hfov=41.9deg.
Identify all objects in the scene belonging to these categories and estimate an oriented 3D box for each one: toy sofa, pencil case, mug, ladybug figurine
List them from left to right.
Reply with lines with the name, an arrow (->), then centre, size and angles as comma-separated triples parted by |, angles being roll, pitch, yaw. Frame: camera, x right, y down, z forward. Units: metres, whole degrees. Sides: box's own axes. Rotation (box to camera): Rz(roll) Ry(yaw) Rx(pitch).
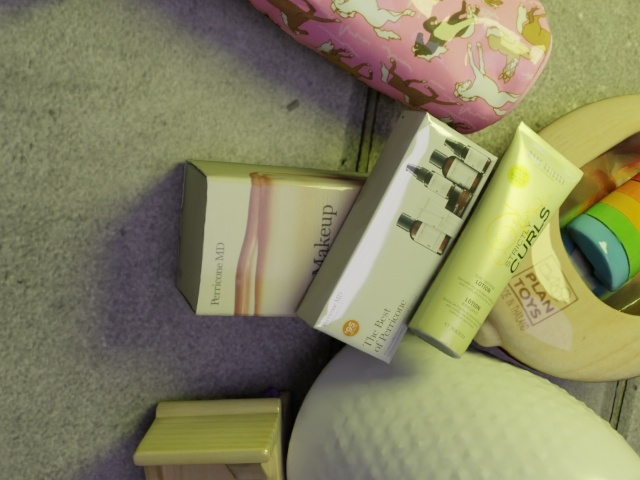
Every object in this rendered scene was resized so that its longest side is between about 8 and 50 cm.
toy sofa -> -0.102, 0.360, 0.974 | 0.150, 0.177, 0.362 | -4, 104, 7
pencil case -> 0.055, -0.267, 0.873 | 0.386, 0.160, 0.167 | 26, 59, -22
mug -> 0.146, 0.304, 0.881 | 0.276, 0.328, 0.374 | 43, 72, -41
ladybug figurine -> 0.336, 0.001, 0.994 | 0.449, 0.162, 0.305 | -27, 85, -23

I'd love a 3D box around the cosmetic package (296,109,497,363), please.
cosmetic package -> 0.077, -0.004, 0.849 | 0.099, 0.060, 0.239 | 27, 90, -21

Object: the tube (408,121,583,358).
tube -> 0.174, 0.002, 0.840 | 0.240, 0.062, 0.070 | -56, 149, -9

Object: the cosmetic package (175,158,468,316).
cosmetic package -> 0.000, 0.000, 0.924 | 0.296, 0.129, 0.153 | 1, 102, -19
